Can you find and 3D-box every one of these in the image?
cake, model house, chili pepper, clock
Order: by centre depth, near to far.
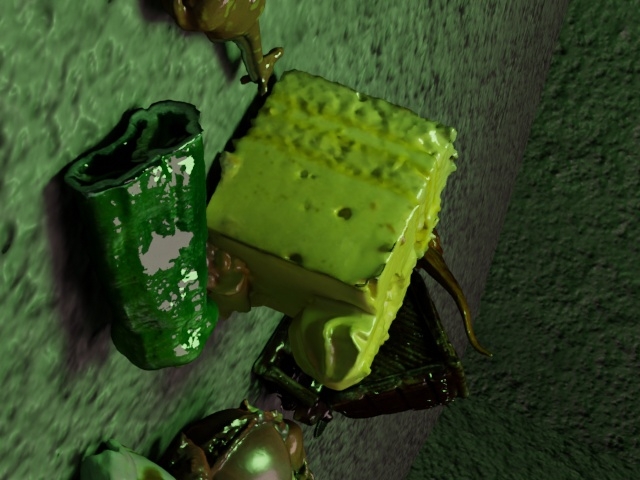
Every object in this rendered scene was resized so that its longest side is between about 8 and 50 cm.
[{"bbox_3d":[-0.149,0.021,0.936,0.136,0.099,0.270,-65,162,-46],"label":"chili pepper"},{"bbox_3d":[0.000,0.000,1.163,0.286,0.227,0.222,-62,163,-23],"label":"cake"},{"bbox_3d":[0.093,0.195,1.615,0.297,0.282,0.317,-64,163,-17],"label":"model house"},{"bbox_3d":[0.009,0.353,2.038,0.083,0.010,0.074,-65,164,-14],"label":"clock"}]

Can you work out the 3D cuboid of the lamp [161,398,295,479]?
[{"bbox_3d":[-0.134,0.302,1.301,0.223,0.151,0.215,2,115,-35],"label":"lamp"}]

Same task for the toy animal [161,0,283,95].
[{"bbox_3d":[-0.073,-0.218,0.936,0.224,0.066,0.230,-38,153,-53],"label":"toy animal"}]

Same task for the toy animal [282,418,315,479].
[{"bbox_3d":[-0.080,0.339,1.592,0.312,0.097,0.158,-18,121,-72],"label":"toy animal"}]

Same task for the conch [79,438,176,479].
[{"bbox_3d":[-0.203,0.408,1.098,0.249,0.197,0.368,-73,-179,-71],"label":"conch"}]

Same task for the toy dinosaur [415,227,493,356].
[{"bbox_3d":[0.163,0.010,1.784,0.208,0.097,0.432,43,23,-36],"label":"toy dinosaur"}]
